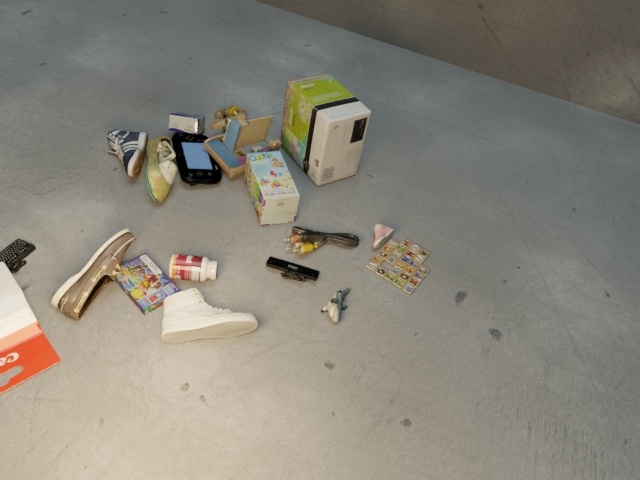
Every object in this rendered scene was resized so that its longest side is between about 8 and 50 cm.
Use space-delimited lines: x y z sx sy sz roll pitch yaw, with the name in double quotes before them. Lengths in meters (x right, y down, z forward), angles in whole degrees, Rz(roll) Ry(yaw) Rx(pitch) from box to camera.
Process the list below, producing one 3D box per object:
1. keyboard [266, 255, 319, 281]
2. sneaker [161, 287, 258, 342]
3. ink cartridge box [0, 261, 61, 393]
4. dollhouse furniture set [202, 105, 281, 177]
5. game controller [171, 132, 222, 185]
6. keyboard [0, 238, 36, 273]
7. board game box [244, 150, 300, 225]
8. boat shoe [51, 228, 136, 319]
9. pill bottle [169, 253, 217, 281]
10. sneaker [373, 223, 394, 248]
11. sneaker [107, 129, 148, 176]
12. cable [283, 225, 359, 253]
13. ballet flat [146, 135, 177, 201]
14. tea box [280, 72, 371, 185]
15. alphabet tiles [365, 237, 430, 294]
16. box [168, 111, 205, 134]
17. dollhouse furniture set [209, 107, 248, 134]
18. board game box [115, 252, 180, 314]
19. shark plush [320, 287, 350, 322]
"keyboard" -0.105 0.113 1.905 0.192 0.038 0.100 16 22 5
"sneaker" -0.349 0.218 1.687 0.293 0.108 0.169 -3 50 -13
"ink cartridge box" -0.972 0.265 1.516 0.308 0.091 0.385 -29 57 -33
"dollhouse furniture set" -0.302 -0.452 2.177 0.286 0.303 0.198 -26 64 -39
"game controller" -0.513 -0.340 2.221 0.167 0.067 0.319 -8 49 -19
"keyboard" -1.013 0.066 1.746 0.108 0.023 0.180 24 47 10
"board game box" -0.196 -0.208 2.109 0.144 0.142 0.275 -7 49 -20
"boat shoe" -0.689 0.103 1.692 0.097 0.116 0.324 36 64 2
"pill bottle" -0.425 0.093 1.806 0.152 0.086 0.086 6 46 -7
"sneaker" 0.225 -0.019 2.086 0.070 0.051 0.134 32 45 20
"sneaker" -0.786 -0.352 2.146 0.153 0.099 0.282 8 38 -12
"cable" 0.000 0.000 2.033 0.287 0.072 0.139 1 28 -28
"ballet flat" -0.618 -0.295 2.107 0.123 0.123 0.348 -4 45 -16
"tea box" 0.010 -0.473 2.281 0.220 0.329 0.323 -20 52 -28
"alphabet tiles" 0.312 0.083 2.034 0.198 0.009 0.237 32 49 18
"box" -0.578 -0.509 2.327 0.126 0.072 0.137 9 17 -2
"dollhouse furniture set" -0.439 -0.514 2.413 0.161 0.101 0.182 17 40 40
"board game box" -0.575 0.138 1.764 0.136 0.035 0.201 -30 59 -34
"shark plush" 0.060 0.217 1.839 0.067 0.073 0.161 40 27 0
